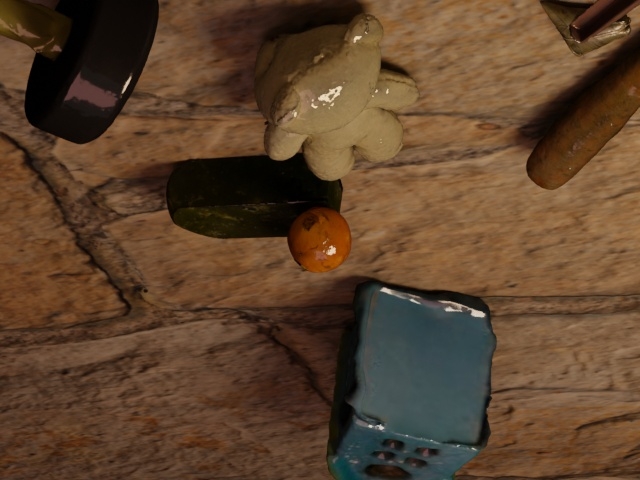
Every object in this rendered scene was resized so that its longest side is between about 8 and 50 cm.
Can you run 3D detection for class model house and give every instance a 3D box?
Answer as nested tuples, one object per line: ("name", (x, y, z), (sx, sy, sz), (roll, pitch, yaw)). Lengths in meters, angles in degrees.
("model house", (0.116, 0.231, 2.451), (0.215, 0.237, 0.303), (11, 148, -6))

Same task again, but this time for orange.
("orange", (0.000, -0.001, 2.096), (0.083, 0.084, 0.083), (3, 147, 2))

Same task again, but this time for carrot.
("carrot", (0.349, -0.171, 1.954), (0.070, 0.070, 0.342), (19, 139, -21))

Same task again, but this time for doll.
("doll", (0.008, -0.161, 1.983), (0.149, 0.175, 0.278), (34, 168, 25))

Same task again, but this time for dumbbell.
("dumbbell", (-0.354, -0.249, 1.796), (0.322, 0.204, 0.204), (22, 143, -24))

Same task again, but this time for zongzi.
("zongzi", (0.296, -0.250, 1.868), (0.076, 0.040, 0.083), (-24, 121, 27))

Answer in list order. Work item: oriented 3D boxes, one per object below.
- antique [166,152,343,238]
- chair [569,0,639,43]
("antique", (-0.087, -0.057, 2.171), (0.220, 0.081, 0.080), (-2, 145, 12))
("chair", (0.404, -0.315, 1.613), (0.175, 0.183, 0.326), (20, 145, -23))
